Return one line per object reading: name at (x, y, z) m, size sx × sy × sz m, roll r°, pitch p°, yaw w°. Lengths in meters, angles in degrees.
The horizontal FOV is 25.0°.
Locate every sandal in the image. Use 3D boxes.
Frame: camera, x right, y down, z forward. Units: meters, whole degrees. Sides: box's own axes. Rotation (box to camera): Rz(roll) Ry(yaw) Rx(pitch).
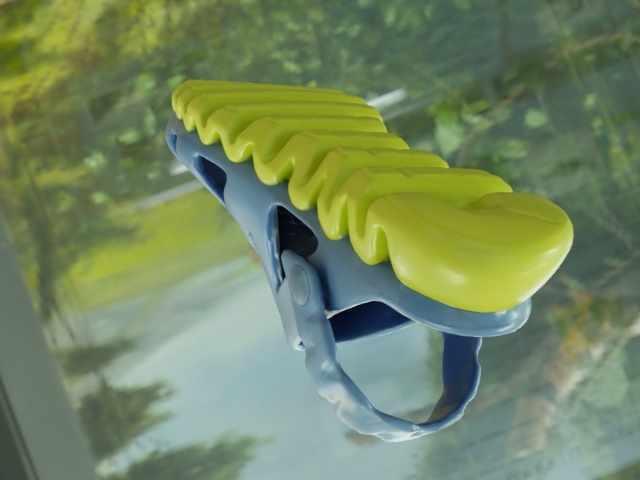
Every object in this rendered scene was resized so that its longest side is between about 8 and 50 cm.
sandal at (0.000, 0.000, 0.773) m, size 0.126 × 0.138 × 0.317 m, roll -1°, pitch -158°, yaw -27°
